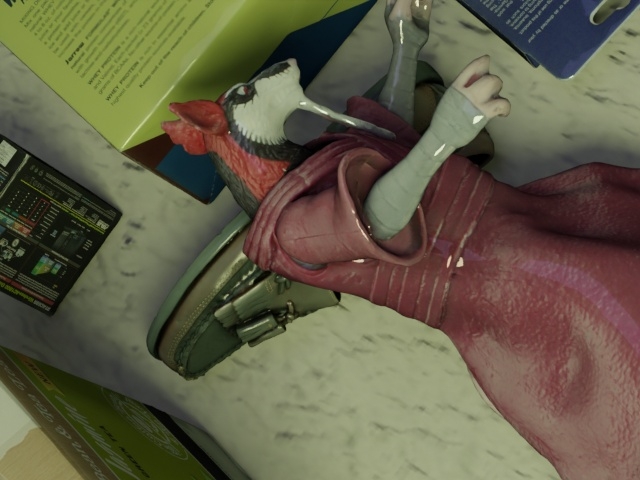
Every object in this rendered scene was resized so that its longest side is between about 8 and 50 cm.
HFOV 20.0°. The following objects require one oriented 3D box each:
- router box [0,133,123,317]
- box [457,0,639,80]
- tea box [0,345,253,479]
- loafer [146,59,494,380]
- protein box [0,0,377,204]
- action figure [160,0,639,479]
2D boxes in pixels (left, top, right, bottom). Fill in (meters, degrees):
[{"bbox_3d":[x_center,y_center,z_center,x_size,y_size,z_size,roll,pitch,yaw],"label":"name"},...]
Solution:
[{"bbox_3d":[-0.205,-0.009,1.256,0.038,0.122,0.092,34,88,33],"label":"router box"},{"bbox_3d":[0.137,-0.213,1.223,0.136,0.036,0.225,-47,62,4],"label":"box"},{"bbox_3d":[-0.174,0.268,1.049,0.329,0.323,0.220,-48,63,2],"label":"tea box"},{"bbox_3d":[0.000,0.000,1.188,0.267,0.096,0.084,-46,69,2],"label":"loafer"},{"bbox_3d":[-0.108,-0.173,1.257,0.201,0.136,0.200,41,93,26],"label":"protein box"},{"bbox_3d":[0.073,0.005,1.081,0.370,0.248,0.276,19,108,5],"label":"action figure"}]
